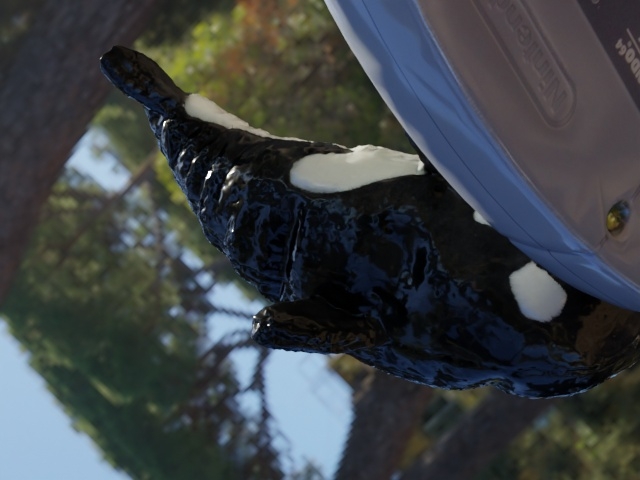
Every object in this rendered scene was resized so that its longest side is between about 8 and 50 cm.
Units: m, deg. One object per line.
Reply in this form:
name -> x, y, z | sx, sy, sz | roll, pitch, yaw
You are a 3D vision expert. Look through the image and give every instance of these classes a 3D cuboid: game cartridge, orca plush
game cartridge -> 0.091, -0.118, 0.608 | 0.060, 0.196, 0.294 | 9, 145, 46
orca plush -> 0.000, 0.000, 0.753 | 0.287, 0.151, 0.102 | 37, -133, 19
